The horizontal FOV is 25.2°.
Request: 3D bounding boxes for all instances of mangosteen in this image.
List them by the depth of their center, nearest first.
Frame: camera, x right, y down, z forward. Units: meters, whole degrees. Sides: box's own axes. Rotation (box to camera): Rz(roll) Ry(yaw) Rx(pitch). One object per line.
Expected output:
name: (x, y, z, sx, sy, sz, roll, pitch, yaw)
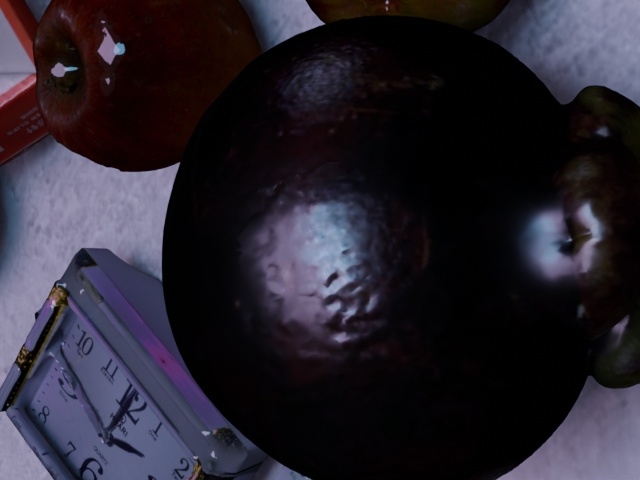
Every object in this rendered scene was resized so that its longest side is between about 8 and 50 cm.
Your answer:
mangosteen: (0.058, 0.012, 0.839, 0.313, 0.297, 0.297, 8, 99, 53)

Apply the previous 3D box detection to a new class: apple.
apple: (-0.122, -0.134, 1.076, 0.147, 0.158, 0.156, -19, 81, 54)

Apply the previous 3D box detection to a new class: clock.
clock: (-0.157, 0.148, 1.173, 0.253, 0.083, 0.186, 47, 120, 27)

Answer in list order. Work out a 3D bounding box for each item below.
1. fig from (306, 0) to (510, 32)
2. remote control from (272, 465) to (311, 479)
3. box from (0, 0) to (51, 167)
fig: (0.047, -0.209, 0.945, 0.149, 0.148, 0.202, -27, 32, 4)
remote control: (0.027, 0.174, 1.047, 0.256, 0.045, 0.097, -50, 64, 28)
box: (-0.305, -0.159, 1.236, 0.133, 0.099, 0.182, -35, 70, 1)
